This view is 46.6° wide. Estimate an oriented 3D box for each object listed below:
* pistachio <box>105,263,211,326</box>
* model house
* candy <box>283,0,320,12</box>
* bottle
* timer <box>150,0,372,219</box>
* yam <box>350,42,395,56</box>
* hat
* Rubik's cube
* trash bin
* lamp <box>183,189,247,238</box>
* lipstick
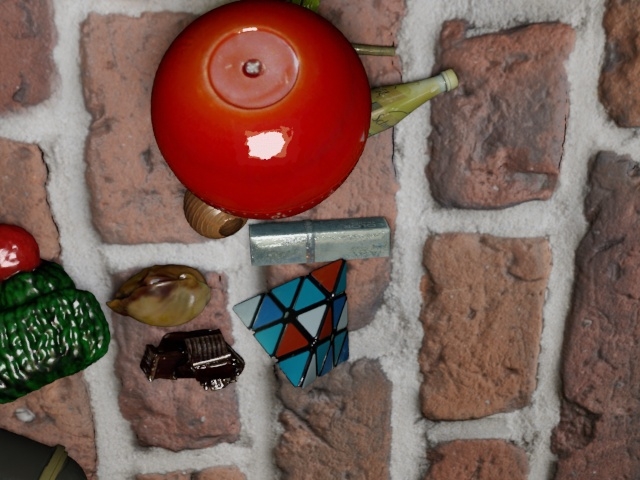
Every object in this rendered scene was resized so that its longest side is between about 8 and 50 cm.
[{"bbox_3d":[-0.326,0.111,1.504,0.210,0.131,0.165,-10,151,-3],"label":"pistachio"},{"bbox_3d":[-0.267,0.258,1.539,0.203,0.164,0.141,-9,105,-1],"label":"model house"},{"bbox_3d":[-0.108,-0.488,1.334,0.246,0.069,0.149,13,103,-6],"label":"candy"},{"bbox_3d":[0.136,-0.262,1.433,0.269,0.083,0.083,-23,111,4],"label":"bottle"},{"bbox_3d":[-0.100,-0.226,1.277,0.378,0.279,0.378,0,76,2],"label":"timer"},{"bbox_3d":[0.087,-0.365,1.425,0.116,0.021,0.021,2,110,-8],"label":"yam"},{"bbox_3d":[-0.583,0.128,1.451,0.274,0.242,0.332,-21,88,-22],"label":"hat"},{"bbox_3d":[-0.074,0.137,1.537,0.234,0.284,0.250,13,103,20],"label":"Rubik's cube"},{"bbox_3d":[-0.646,0.509,1.566,0.333,0.214,0.214,28,105,-7],"label":"trash bin"},{"bbox_3d":[-0.199,-0.070,1.442,0.136,0.136,0.136,-2,110,-6],"label":"lamp"},{"bbox_3d":[0.000,0.000,1.517,0.289,0.077,0.076,-5,114,-5],"label":"lipstick"}]
